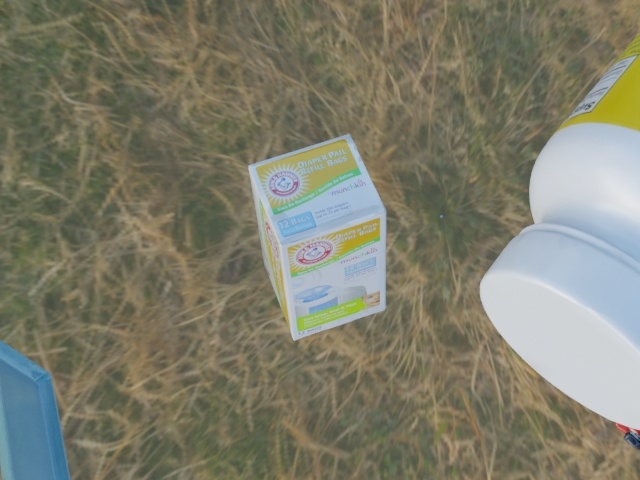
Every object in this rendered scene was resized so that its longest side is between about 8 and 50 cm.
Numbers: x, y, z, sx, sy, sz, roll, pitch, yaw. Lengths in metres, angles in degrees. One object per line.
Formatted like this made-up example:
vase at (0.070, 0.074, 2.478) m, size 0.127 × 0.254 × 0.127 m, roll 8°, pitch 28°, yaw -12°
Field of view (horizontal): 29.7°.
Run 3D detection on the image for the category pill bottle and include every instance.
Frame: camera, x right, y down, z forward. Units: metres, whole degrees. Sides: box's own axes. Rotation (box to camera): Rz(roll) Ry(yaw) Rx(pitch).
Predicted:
pill bottle at (0.256, -0.050, 0.767) m, size 0.188 × 0.188 × 0.334 m, roll 40°, pitch 73°, yaw 4°

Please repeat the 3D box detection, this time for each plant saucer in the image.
plant saucer at (-0.220, 0.153, 0.912) m, size 0.018 × 0.192 × 0.067 m, roll -38°, pitch 130°, yaw 10°

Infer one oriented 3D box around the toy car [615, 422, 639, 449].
toy car at (0.419, 0.269, 1.221) m, size 0.239 × 0.053 × 0.225 m, roll -1°, pitch 71°, yaw 27°

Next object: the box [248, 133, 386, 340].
box at (0.000, 0.000, 1.253) m, size 0.114 × 0.203 × 0.103 m, roll -18°, pitch 59°, yaw -9°
